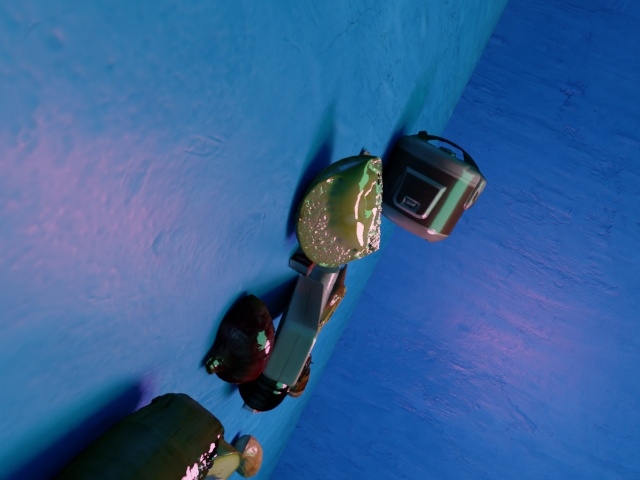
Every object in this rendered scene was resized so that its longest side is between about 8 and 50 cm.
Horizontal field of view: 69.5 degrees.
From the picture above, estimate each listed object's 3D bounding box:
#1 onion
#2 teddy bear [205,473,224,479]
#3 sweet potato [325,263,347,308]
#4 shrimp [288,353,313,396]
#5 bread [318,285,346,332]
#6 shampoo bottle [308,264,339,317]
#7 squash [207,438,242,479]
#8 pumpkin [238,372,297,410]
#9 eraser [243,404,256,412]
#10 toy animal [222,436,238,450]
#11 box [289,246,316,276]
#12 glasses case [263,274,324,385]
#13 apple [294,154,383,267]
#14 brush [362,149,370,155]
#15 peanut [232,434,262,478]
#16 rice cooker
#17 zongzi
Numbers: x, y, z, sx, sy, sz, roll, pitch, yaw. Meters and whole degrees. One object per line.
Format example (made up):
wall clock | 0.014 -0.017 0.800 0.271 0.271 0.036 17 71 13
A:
onion | -0.149 0.217 0.918 0.151 0.098 0.206 -49 162 -50
teddy bear | -0.363 0.593 0.740 0.327 0.361 0.376 61 26 -68
sweet potato | 0.065 0.185 1.764 0.226 0.068 0.068 -57 166 -26
shrimp | -0.056 0.390 1.589 0.445 0.085 0.272 96 8 -64
bread | 0.031 0.273 1.837 0.226 0.049 0.088 -55 165 -27
shampoo bottle | -0.008 0.135 1.330 0.085 0.085 0.263 -38 151 -61
squash | -0.275 0.474 0.908 0.220 0.133 0.220 -50 163 -22
pumpkin | -0.119 0.342 1.187 0.202 0.140 0.202 -52 167 -17
eraser | -0.171 0.476 1.489 0.157 0.038 0.230 -59 168 -15
toy animal | -0.273 0.544 1.110 0.214 0.093 0.186 -57 160 13
box | 0.000 0.000 1.158 0.218 0.055 0.040 -53 162 -39
glasses case | -0.056 0.199 1.103 0.336 0.076 0.144 -78 -169 -77
apple | 0.029 -0.065 0.986 0.193 0.120 0.265 -17 133 -12
brush | 0.130 -0.200 1.350 0.103 0.013 0.272 -64 168 9
peanut | -0.250 0.727 1.556 0.263 0.101 0.117 92 3 -56
rice cooker | 0.375 -0.194 1.606 0.326 0.335 0.335 -62 168 16
zongzi | -0.297 0.402 0.618 0.361 0.159 0.323 -58 170 21
